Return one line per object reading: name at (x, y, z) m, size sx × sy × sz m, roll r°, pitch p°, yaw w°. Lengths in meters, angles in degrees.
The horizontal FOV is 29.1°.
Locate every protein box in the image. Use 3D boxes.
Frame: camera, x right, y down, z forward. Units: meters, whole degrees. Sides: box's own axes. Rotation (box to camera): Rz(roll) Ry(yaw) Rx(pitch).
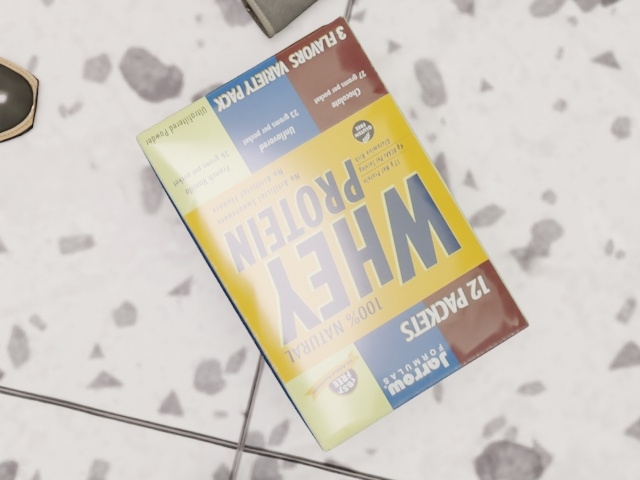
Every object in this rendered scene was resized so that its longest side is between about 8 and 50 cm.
protein box at (0.000, 0.000, 0.764) m, size 0.136 × 0.200 × 0.201 m, roll -31°, pitch 90°, yaw -5°

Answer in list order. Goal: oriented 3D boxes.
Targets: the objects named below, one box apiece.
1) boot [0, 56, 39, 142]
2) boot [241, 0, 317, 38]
boot at (-0.287, -0.102, 0.779) m, size 0.197 × 0.137 × 0.077 m, roll 3°, pitch 87°, yaw -5°
boot at (0.040, -0.210, 0.842) m, size 0.208 × 0.076 × 0.190 m, roll -39°, pitch 76°, yaw -12°
